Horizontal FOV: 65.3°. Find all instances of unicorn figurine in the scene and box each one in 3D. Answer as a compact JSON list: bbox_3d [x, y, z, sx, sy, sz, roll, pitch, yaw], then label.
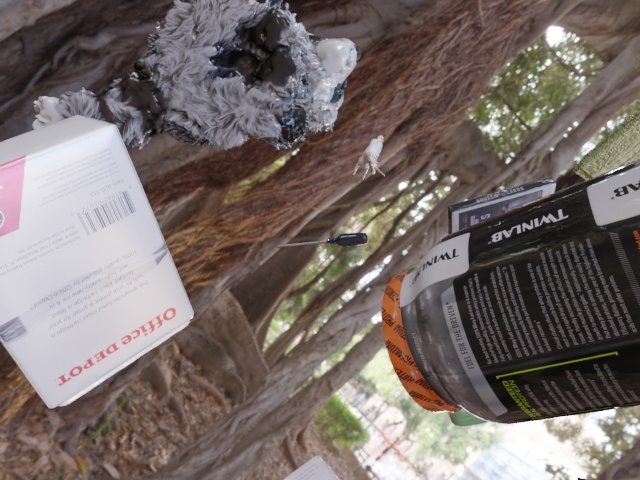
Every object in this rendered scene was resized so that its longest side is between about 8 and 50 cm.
[{"bbox_3d":[0.120,-0.198,1.222,0.060,0.162,0.111,17,-31,-7],"label":"unicorn figurine"}]

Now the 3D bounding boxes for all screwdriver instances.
[{"bbox_3d":[0.000,0.000,0.865,0.170,0.025,0.024,-1,-7,22],"label":"screwdriver"}]

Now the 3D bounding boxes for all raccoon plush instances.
[{"bbox_3d":[-0.162,-0.245,0.777,0.299,0.446,0.216,-46,135,-77],"label":"raccoon plush"}]

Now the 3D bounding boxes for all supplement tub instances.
[{"bbox_3d":[0.225,0.054,0.451,0.316,0.193,0.193,-24,-66,33],"label":"supplement tub"}]

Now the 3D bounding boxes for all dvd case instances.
[{"bbox_3d":[0.415,-0.043,1.161,0.179,0.238,0.030,73,1,-46],"label":"dvd case"}]

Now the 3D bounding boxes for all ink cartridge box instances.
[{"bbox_3d":[-0.305,0.023,0.599,0.117,0.207,0.283,22,-45,43],"label":"ink cartridge box"}]

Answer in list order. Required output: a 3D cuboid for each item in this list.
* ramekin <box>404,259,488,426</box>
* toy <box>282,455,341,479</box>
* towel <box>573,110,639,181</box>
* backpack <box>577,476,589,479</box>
[{"bbox_3d":[0.246,0.154,0.827,0.303,0.148,0.303,-17,90,-83],"label":"ramekin"},{"bbox_3d":[0.017,0.306,0.391,0.237,0.137,0.056,36,-45,40],"label":"toy"},{"bbox_3d":[0.548,-0.160,0.916,0.110,0.148,0.027,24,32,-30],"label":"towel"},{"bbox_3d":[0.481,0.536,0.799,0.276,0.213,0.263,-2,-63,59],"label":"backpack"}]
